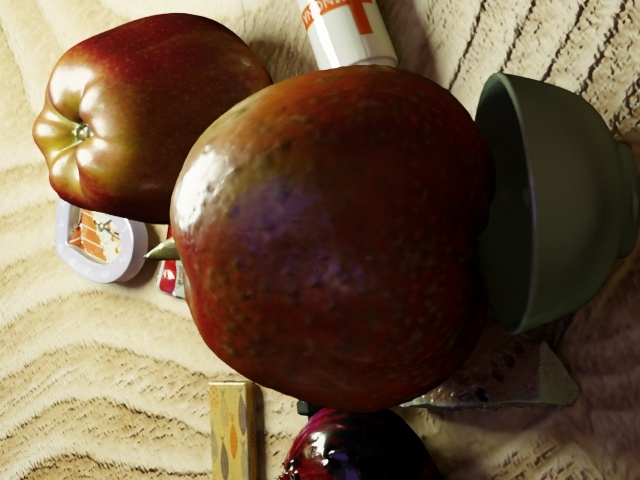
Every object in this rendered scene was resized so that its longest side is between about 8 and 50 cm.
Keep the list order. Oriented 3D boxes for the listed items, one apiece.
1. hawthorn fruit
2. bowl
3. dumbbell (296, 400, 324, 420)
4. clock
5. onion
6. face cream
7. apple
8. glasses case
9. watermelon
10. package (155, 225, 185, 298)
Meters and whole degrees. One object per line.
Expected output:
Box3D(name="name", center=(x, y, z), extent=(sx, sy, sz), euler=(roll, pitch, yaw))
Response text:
Box3D(name="hawthorn fruit", center=(0.000, 0.000, 1.525), extent=(0.403, 0.403, 0.402), euler=(0, 91, 40))
Box3D(name="bowl", center=(0.266, -0.044, 1.510), extent=(0.289, 0.146, 0.289), euler=(177, 90, -84))
Box3D(name="dumbbell", center=(-0.010, 0.254, 1.846), extent=(0.036, 0.040, 0.083), euler=(157, 107, -71))
Box3D(name="clock", center=(-0.336, -0.021, 2.100), extent=(0.172, 0.064, 0.198), euler=(-34, 69, 35))
Box3D(name="onion", center=(0.048, 0.335, 1.690), extent=(0.281, 0.221, 0.280), euler=(-2, 81, 12))
Box3D(name="face cream", center=(0.027, -0.290, 1.768), extent=(0.102, 0.102, 0.345), euler=(-31, 70, 36))
Box3D(name="apple", center=(-0.218, -0.160, 1.855), extent=(0.288, 0.317, 0.288), euler=(20, 115, 50))
Box3D(name="glasses case", center=(-0.120, 0.283, 1.937), extent=(0.065, 0.041, 0.169), euler=(-3, 88, 29))
Box3D(name="watermelon", center=(0.196, 0.151, 1.652), extent=(0.241, 0.094, 0.154), euler=(12, 88, 38))
Box3D(name="package", center=(-0.142, 0.039, 1.959), extent=(0.239, 0.030, 0.154), euler=(23, 107, 37))
